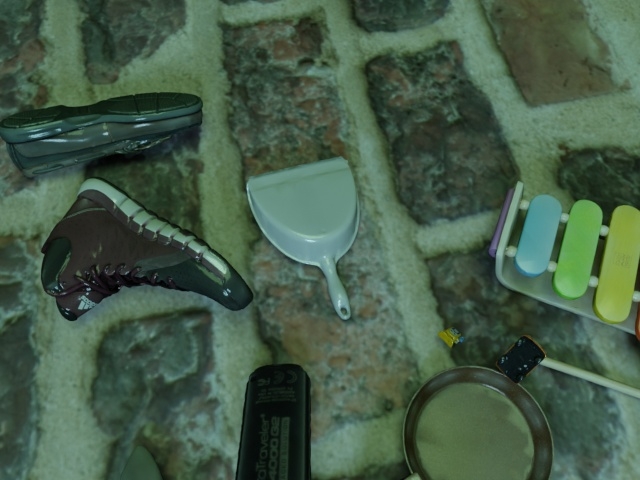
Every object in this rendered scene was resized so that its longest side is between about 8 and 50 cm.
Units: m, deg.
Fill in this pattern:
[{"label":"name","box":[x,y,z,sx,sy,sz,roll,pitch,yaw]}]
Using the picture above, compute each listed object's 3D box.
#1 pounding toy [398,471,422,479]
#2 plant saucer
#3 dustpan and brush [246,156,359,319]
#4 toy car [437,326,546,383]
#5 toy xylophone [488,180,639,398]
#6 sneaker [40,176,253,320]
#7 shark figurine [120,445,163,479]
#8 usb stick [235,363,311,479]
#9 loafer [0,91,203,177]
[{"label":"pounding toy","box":[0.106,0.296,0.573,0.100,0.141,0.130,-28,68,-14]},{"label":"plant saucer","box":[0.175,0.227,0.670,0.169,0.029,0.168,0,65,0]},{"label":"dustpan and brush","box":[0.000,0.000,0.768,0.147,0.060,0.211,-14,59,-13]},{"label":"toy car","box":[0.204,0.115,0.695,0.122,0.060,0.041,30,27,32]},{"label":"toy xylophone","box":[0.360,0.062,0.724,0.323,0.081,0.236,12,65,5]},{"label":"sneaker","box":[-0.226,0.050,0.719,0.281,0.106,0.162,29,72,24]},{"label":"shark figurine","box":[-0.101,0.326,0.573,0.278,0.116,0.166,18,67,10]},{"label":"usb stick","box":[-0.047,0.235,0.588,0.077,0.045,0.278,-4,35,2]},{"label":"loafer","box":[-0.294,-0.148,0.827,0.268,0.084,0.096,-9,34,-9]}]
